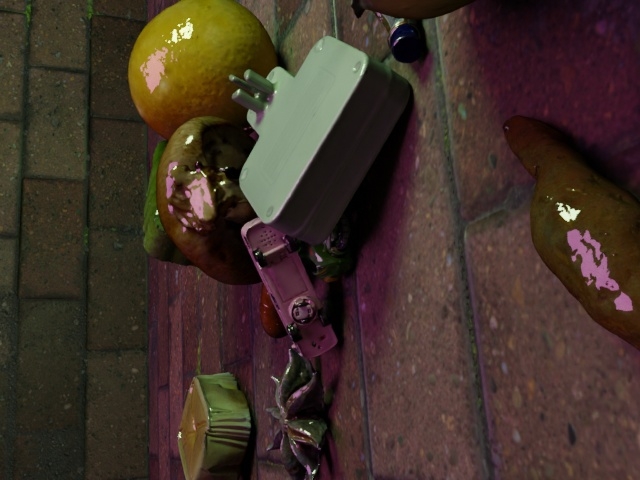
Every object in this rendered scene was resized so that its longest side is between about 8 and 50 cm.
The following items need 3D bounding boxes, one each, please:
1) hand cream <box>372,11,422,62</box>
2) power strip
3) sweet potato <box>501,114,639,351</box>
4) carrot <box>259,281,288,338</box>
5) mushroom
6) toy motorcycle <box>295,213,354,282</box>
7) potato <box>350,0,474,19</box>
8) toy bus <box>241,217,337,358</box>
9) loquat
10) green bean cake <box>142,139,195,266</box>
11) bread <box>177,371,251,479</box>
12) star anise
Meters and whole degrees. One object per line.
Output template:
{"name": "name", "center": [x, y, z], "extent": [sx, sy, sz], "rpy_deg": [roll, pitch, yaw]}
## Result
{"name": "hand cream", "center": [0.085, -0.264, 0.775], "extent": [0.062, 0.038, 0.163], "rpy_deg": [111, 157, -43]}
{"name": "power strip", "center": [-0.032, -0.154, 0.851], "extent": [0.230, 0.141, 0.261], "rpy_deg": [-58, 30, 14]}
{"name": "sweet potato", "center": [0.180, -0.019, 0.466], "extent": [0.270, 0.074, 0.075], "rpy_deg": [-105, 27, -44]}
{"name": "carrot", "center": [-0.068, 0.086, 1.049], "extent": [0.186, 0.060, 0.060], "rpy_deg": [93, 163, -45]}
{"name": "mushroom", "center": [-0.154, -0.061, 1.036], "extent": [0.283, 0.195, 0.264], "rpy_deg": [79, -173, -81]}
{"name": "toy motorcycle", "center": [0.000, 0.000, 0.925], "extent": [0.190, 0.074, 0.106], "rpy_deg": [-159, 64, -67]}
{"name": "potato", "center": [0.124, -0.292, 0.502], "extent": [0.300, 0.196, 0.247], "rpy_deg": [-46, -36, -80]}
{"name": "toy bus", "center": [-0.044, 0.061, 0.918], "extent": [0.203, 0.063, 0.090], "rpy_deg": [66, 170, -10]}
{"name": "loquat", "center": [-0.207, -0.287, 1.195], "extent": [0.275, 0.274, 0.275], "rpy_deg": [-178, 90, -68]}
{"name": "green bean cake", "center": [-0.218, -0.070, 1.260], "extent": [0.125, 0.222, 0.248], "rpy_deg": [122, 147, -48]}
{"name": "bread", "center": [-0.212, 0.391, 1.357], "extent": [0.210, 0.109, 0.192], "rpy_deg": [-140, 62, -63]}
{"name": "star anise", "center": [-0.027, 0.261, 0.969], "extent": [0.180, 0.061, 0.205], "rpy_deg": [133, 134, -57]}
